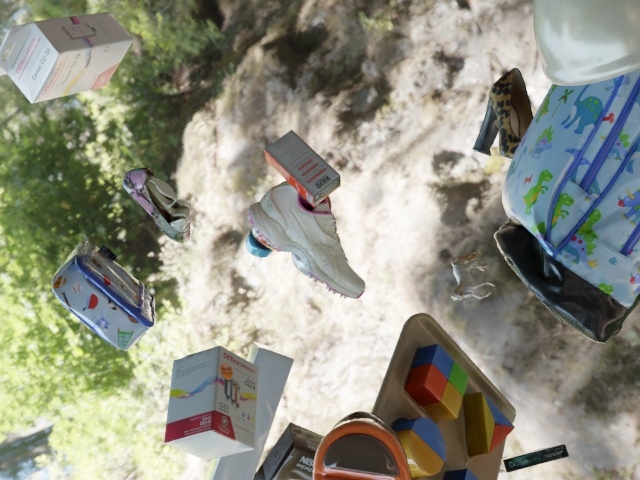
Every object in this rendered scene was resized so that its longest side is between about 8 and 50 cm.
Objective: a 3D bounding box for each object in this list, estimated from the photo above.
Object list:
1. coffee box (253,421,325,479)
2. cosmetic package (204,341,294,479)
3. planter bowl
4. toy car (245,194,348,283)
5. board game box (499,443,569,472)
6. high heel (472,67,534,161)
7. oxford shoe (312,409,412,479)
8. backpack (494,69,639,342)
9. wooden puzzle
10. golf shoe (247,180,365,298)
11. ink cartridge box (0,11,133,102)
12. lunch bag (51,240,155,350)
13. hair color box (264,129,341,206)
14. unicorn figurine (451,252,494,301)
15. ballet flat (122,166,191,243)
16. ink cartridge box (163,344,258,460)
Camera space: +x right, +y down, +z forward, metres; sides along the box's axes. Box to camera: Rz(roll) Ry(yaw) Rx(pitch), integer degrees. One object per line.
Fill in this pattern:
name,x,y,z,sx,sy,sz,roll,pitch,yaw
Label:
coffee box,-0.073,0.585,1.854,0.141,0.246,0.098,26,-163,-18
cosmetic package,-0.179,0.442,1.844,0.097,0.377,0.284,20,172,-4
planter bowl,0.273,-0.238,0.728,0.109,0.162,0.162,57,-153,-24
toy car,-0.014,-0.004,1.726,0.238,0.219,0.210,48,-128,6
board game box,0.405,0.437,1.515,0.186,0.126,0.026,91,165,-72
high heel,0.413,-0.237,1.483,0.093,0.186,0.261,13,-170,-35
oxford shoe,0.068,0.365,0.820,0.133,0.130,0.364,-1,-92,-83
backpack,0.363,-0.097,0.935,0.273,0.355,0.290,43,-166,-4
wooden puzzle,0.218,0.343,1.292,0.322,0.080,0.348,47,-131,-21
golf shoe,0.000,0.000,1.521,0.306,0.140,0.115,40,-174,-25
ink cartridge box,-0.399,-0.281,1.174,0.067,0.115,0.198,50,-143,6
lunch bag,-0.471,0.120,1.700,0.243,0.115,0.303,42,180,-15
hair color box,-0.034,-0.136,1.425,0.141,0.072,0.043,45,163,23
unicorn figurine,0.348,0.097,1.781,0.111,0.060,0.162,-3,-143,-12
ballet flat,-0.330,-0.073,1.630,0.221,0.079,0.077,53,-141,-36
ink cartridge box,-0.209,0.316,1.480,0.128,0.127,0.176,39,-141,-44
